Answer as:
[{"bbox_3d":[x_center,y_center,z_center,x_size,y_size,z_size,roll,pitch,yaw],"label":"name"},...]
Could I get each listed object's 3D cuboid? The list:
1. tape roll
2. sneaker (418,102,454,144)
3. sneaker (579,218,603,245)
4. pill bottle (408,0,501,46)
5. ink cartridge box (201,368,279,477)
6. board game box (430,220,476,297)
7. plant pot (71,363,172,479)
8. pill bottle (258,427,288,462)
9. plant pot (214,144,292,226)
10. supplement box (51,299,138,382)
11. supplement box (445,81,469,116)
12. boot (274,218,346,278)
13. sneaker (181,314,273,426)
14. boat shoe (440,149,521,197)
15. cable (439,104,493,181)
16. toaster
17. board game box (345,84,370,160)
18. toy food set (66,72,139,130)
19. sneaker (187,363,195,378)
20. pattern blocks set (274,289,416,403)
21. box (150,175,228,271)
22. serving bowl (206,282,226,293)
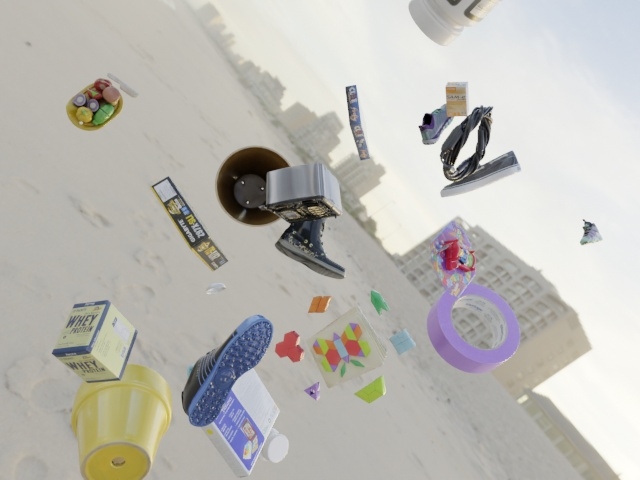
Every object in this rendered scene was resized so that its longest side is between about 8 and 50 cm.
[{"bbox_3d":[0.479,0.273,1.682,0.274,0.275,0.090,56,-31,23],"label":"tape roll"},{"bbox_3d":[0.432,-0.458,1.987,0.083,0.223,0.098,3,-40,39],"label":"sneaker"},{"bbox_3d":[0.702,-0.025,1.409,0.098,0.038,0.069,-4,75,-44],"label":"sneaker"},{"bbox_3d":[0.333,-0.572,1.152,0.161,0.283,0.161,23,49,-28],"label":"pill bottle"},{"bbox_3d":[-0.277,0.561,1.786,0.307,0.072,0.303,60,27,-15],"label":"ink cartridge box"},{"bbox_3d":[0.290,0.035,1.107,0.169,0.033,0.133,-37,104,-44],"label":"board game box"},{"bbox_3d":[-0.510,0.488,1.372,0.254,0.254,0.239,53,2,-29],"label":"plant pot"},{"bbox_3d":[-0.223,0.748,1.996,0.209,0.119,0.119,0,-43,45],"label":"pill bottle"},{"bbox_3d":[-0.208,-0.159,1.673,0.237,0.237,0.254,54,-8,-7],"label":"plant pot"},{"bbox_3d":[-0.312,0.142,0.748,0.083,0.056,0.083,67,20,-44],"label":"supplement box"},{"bbox_3d":[0.406,-0.418,1.586,0.036,0.062,0.098,-60,145,-42],"label":"supplement box"},{"bbox_3d":[0.000,-0.001,1.644,0.237,0.178,0.085,28,-21,-5],"label":"boot"},{"bbox_3d":[-0.179,0.221,0.977,0.081,0.232,0.090,37,1,-37],"label":"sneaker"},{"bbox_3d":[0.578,-0.245,1.978,0.108,0.301,0.102,-12,82,-61],"label":"boat shoe"},{"bbox_3d":[0.340,-0.218,1.202,0.047,0.184,0.151,34,0,39],"label":"cable"},{"bbox_3d":[-0.050,-0.121,1.425,0.186,0.168,0.110,33,51,-65],"label":"toaster"},{"bbox_3d":[0.138,-0.424,1.949,0.243,0.042,0.164,59,24,-65],"label":"board game box"},{"bbox_3d":[-0.685,-0.440,1.660,0.128,0.218,0.071,44,-21,-8],"label":"toy food set"},{"bbox_3d":[-0.395,0.599,2.001,0.366,0.135,0.150,34,-10,36],"label":"sneaker"},{"bbox_3d":[0.056,0.263,1.303,0.285,0.325,0.026,49,22,15],"label":"pattern blocks set"},{"bbox_3d":[-0.440,-0.046,1.834,0.257,0.079,0.322,52,-9,13],"label":"box"},{"bbox_3d":[-0.438,0.195,2.227,0.083,0.083,0.027,47,24,-70],"label":"serving bowl"}]
